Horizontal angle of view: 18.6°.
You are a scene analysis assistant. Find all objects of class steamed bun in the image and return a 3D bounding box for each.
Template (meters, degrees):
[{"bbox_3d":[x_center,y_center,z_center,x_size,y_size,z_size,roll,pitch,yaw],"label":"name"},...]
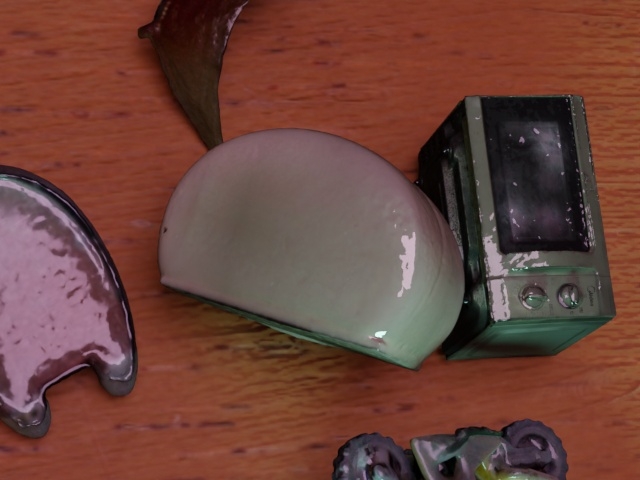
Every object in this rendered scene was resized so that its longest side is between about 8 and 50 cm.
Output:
[{"bbox_3d":[0.000,0.000,1.633,0.242,0.146,0.164,15,82,23],"label":"steamed bun"}]

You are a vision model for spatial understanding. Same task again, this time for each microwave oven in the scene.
[{"bbox_3d":[0.163,-0.009,1.717,0.129,0.163,0.205,-1,73,-17],"label":"microwave oven"}]

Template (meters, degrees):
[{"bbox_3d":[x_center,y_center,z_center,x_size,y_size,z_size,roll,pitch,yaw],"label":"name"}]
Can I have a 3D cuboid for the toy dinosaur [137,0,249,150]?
[{"bbox_3d":[-0.065,-0.249,1.779,0.207,0.113,0.327,-13,64,7],"label":"toy dinosaur"}]

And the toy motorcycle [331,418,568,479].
[{"bbox_3d":[0.113,0.216,1.600,0.229,0.094,0.129,-2,67,-32],"label":"toy motorcycle"}]

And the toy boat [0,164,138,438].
[{"bbox_3d":[-0.248,0.045,1.643,0.155,0.085,0.227,-26,93,-13],"label":"toy boat"}]
